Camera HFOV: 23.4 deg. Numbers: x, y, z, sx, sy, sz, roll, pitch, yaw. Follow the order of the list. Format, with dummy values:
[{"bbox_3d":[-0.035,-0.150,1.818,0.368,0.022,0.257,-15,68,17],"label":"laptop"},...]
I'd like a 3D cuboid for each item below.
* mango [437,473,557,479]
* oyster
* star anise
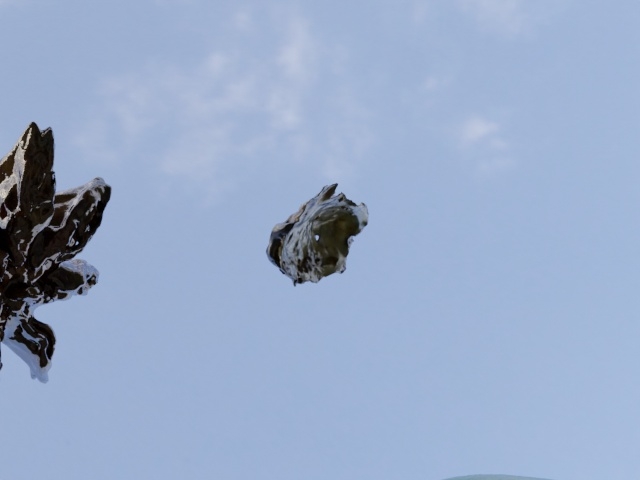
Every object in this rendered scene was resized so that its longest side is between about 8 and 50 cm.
[{"bbox_3d":[0.195,0.233,0.776,0.381,0.225,0.201,27,-78,7],"label":"mango"},{"bbox_3d":[-0.001,-0.001,1.108,0.086,0.029,0.132,-59,-21,-11],"label":"oyster"},{"bbox_3d":[-0.277,0.033,1.320,0.288,0.088,0.288,-32,-48,-44],"label":"star anise"}]
